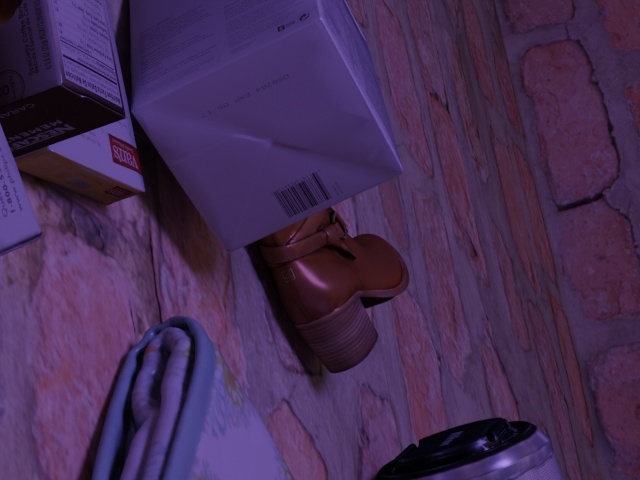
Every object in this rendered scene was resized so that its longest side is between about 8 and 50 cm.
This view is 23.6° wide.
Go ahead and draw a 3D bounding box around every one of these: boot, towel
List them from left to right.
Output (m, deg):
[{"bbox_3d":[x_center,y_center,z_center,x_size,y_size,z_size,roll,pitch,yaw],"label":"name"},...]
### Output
[{"bbox_3d":[-0.088,0.288,1.271,0.374,0.090,0.321,-79,149,-56],"label":"towel"},{"bbox_3d":[0.000,0.000,1.799,0.220,0.109,0.283,61,28,-18],"label":"boot"}]

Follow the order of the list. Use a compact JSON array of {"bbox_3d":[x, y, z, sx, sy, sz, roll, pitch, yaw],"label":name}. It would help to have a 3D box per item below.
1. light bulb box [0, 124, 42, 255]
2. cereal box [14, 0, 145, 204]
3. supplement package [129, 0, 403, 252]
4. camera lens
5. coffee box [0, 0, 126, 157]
[{"bbox_3d":[-0.346,-0.099,0.666,0.361,0.225,0.358,-36,107,-71],"label":"light bulb box"},{"bbox_3d":[-0.230,-0.162,1.341,0.173,0.047,0.240,24,50,-67],"label":"cereal box"},{"bbox_3d":[-0.060,-0.169,1.540,0.198,0.199,0.263,58,12,-35],"label":"supplement package"},{"bbox_3d":[0.195,0.360,1.793,0.219,0.219,0.274,-20,92,-72],"label":"camera lens"},{"bbox_3d":[-0.251,-0.195,1.171,0.098,0.141,0.247,26,50,-66],"label":"coffee box"}]
